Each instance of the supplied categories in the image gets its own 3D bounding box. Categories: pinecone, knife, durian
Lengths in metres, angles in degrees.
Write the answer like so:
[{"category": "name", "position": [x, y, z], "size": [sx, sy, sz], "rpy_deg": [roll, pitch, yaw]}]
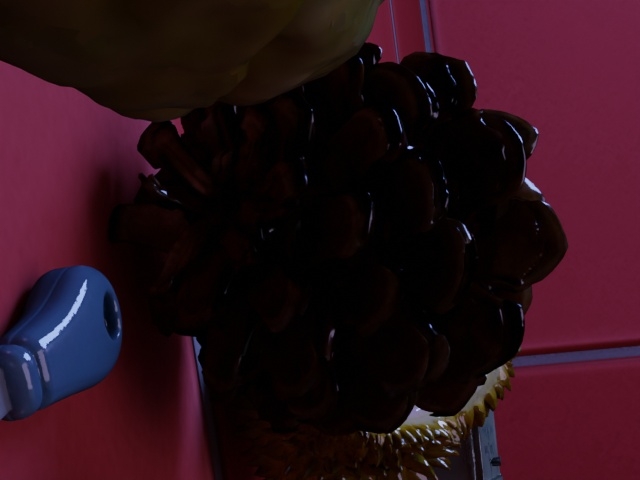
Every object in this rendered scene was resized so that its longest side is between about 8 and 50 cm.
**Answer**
[{"category": "pinecone", "position": [0.000, 0.000, 0.805], "size": [0.221, 0.221, 0.221], "rpy_deg": [-6, 90, -80]}, {"category": "knife", "position": [-0.126, 0.051, 0.571], "size": [0.244, 0.032, 0.058], "rpy_deg": [-38, 124, -73]}, {"category": "durian", "position": [0.023, 0.083, 1.011], "size": [0.249, 0.183, 0.138], "rpy_deg": [-44, 148, -49]}]

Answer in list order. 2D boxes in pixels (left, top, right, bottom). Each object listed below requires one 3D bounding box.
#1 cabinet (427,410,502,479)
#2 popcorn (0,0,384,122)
[{"category": "cabinet", "position": [0.052, 0.092, 1.172], "size": [0.145, 0.150, 0.206], "rpy_deg": [30, 54, -77]}, {"category": "popcorn", "position": [-0.044, -0.193, 0.419], "size": [0.292, 0.293, 0.334], "rpy_deg": [-115, -177, -47]}]
